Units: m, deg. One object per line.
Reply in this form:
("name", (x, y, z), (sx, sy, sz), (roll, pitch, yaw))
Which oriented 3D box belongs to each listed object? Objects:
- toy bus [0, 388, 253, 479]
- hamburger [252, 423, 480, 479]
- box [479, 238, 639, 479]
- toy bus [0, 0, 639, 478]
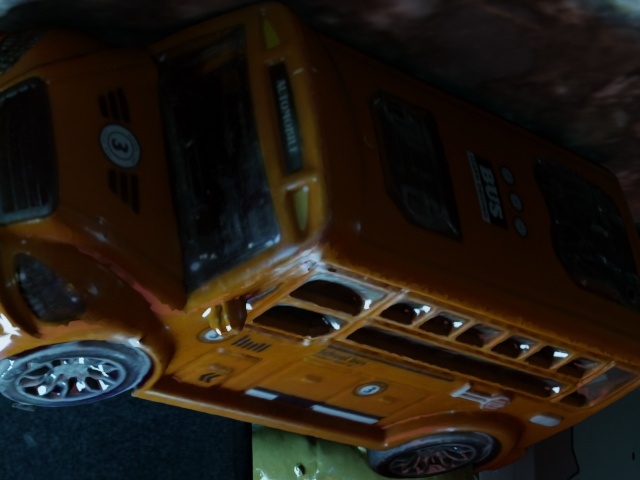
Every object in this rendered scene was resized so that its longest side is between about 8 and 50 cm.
("toy bus", (-0.108, 0.145, 0.860), (0.161, 0.323, 0.194), (1, 157, -8))
("hamburger", (-0.005, 0.164, 1.136), (0.285, 0.134, 0.265), (-24, 166, 22))
("box", (0.194, 0.110, 0.957), (0.215, 0.215, 0.086), (4, 171, -17))
("toy bus", (0.000, 0.000, 0.745), (0.153, 0.143, 0.329), (-30, 147, 34))
